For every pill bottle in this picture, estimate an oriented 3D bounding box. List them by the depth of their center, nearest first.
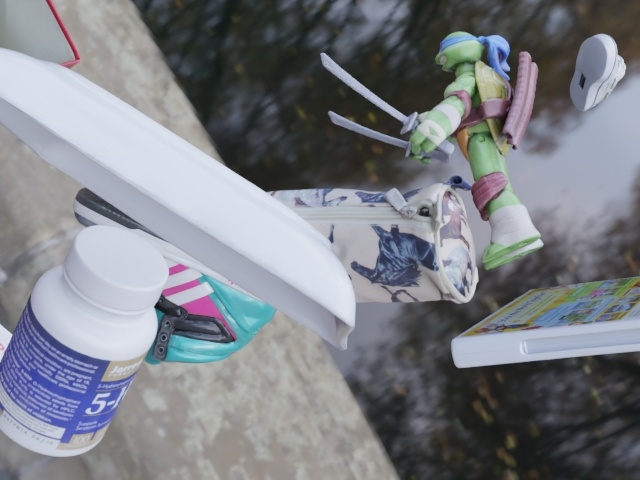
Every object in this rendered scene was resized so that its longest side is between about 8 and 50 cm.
[{"bbox_3d":[-0.204,0.084,1.050,0.112,0.186,0.112,23,29,-13],"label":"pill bottle"}]

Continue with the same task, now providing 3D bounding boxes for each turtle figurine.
[{"bbox_3d":[0.135,-0.091,1.405,0.275,0.198,0.266,-17,78,-24],"label":"turtle figurine"}]

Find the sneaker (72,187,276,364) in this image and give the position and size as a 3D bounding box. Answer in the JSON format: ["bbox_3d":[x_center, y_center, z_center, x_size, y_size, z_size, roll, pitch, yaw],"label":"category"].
[{"bbox_3d":[-0.208,0.064,1.579,0.296,0.178,0.124,28,15,-4],"label":"sneaker"}]

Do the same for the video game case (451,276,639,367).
[{"bbox_3d":[0.234,0.056,0.949,0.227,0.206,0.026,-18,99,-64],"label":"video game case"}]

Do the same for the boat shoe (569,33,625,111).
[{"bbox_3d":[0.237,-0.143,1.024,0.100,0.035,0.035,88,-23,-64],"label":"boat shoe"}]

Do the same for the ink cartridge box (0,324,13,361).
[{"bbox_3d":[-0.546,0.218,1.618,0.226,0.131,0.306,49,43,-31],"label":"ink cartridge box"}]

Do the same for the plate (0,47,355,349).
[{"bbox_3d":[-0.088,-0.025,0.790,0.277,0.045,0.278,33,-7,5],"label":"plate"}]

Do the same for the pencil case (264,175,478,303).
[{"bbox_3d":[0.000,0.000,1.643,0.183,0.410,0.160,67,30,-44],"label":"pencil case"}]

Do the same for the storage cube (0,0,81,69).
[{"bbox_3d":[-0.435,-0.231,1.418,0.184,0.193,0.215,-28,91,-53],"label":"storage cube"}]
